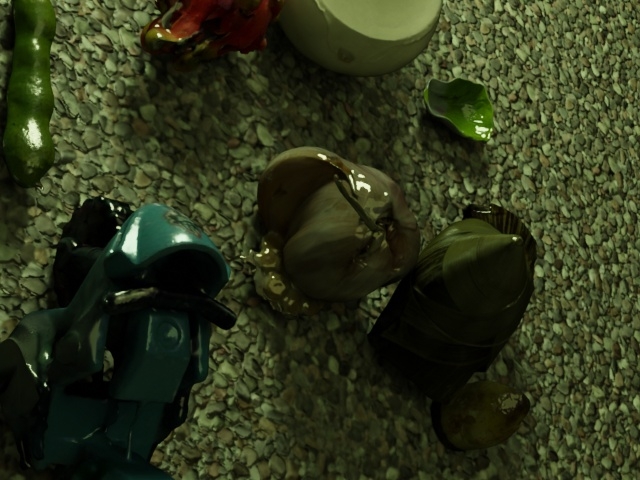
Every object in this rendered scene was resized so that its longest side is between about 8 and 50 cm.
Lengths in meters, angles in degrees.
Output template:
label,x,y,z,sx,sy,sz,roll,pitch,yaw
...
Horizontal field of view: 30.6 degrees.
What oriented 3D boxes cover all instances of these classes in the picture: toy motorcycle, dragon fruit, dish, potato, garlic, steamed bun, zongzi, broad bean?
label,x,y,z,sx,sy,sz,roll,pitch,yaw
toy motorcycle,-0.178,0.137,1.070,0.172,0.232,0.416,14,64,-39
dragon fruit,-0.131,-0.265,1.357,0.207,0.150,0.133,-40,131,-38
dish,0.185,-0.185,1.655,0.137,0.039,0.091,12,69,-36
potato,0.203,0.221,1.454,0.096,0.103,0.066,39,48,-20
garlic,0.000,0.000,1.322,0.256,0.207,0.207,-1,68,-80
steamed bun,0.037,-0.312,1.506,0.231,0.145,0.232,9,69,-23
zongzi,0.219,0.012,1.414,0.154,0.317,0.289,37,49,0
broad bean,-0.301,-0.167,1.218,0.052,0.053,0.256,-3,69,-2
